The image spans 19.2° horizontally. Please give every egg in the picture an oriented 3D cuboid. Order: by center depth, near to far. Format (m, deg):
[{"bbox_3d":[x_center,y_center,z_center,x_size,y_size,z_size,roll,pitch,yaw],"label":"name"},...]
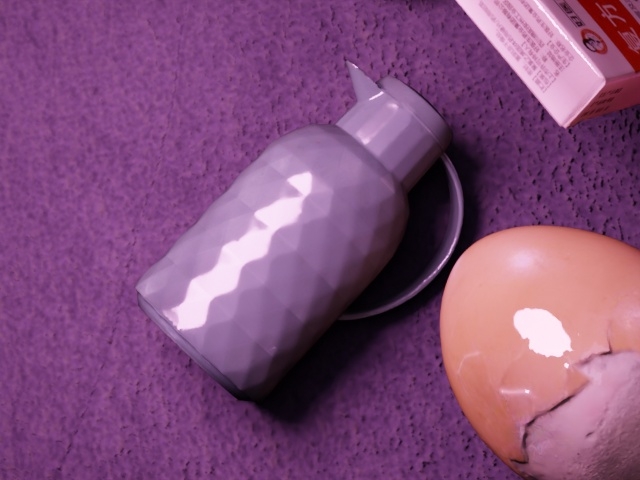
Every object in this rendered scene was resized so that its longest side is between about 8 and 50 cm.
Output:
[{"bbox_3d":[0.199,0.090,1.474,0.201,0.201,0.244,-45,63,-2],"label":"egg"}]

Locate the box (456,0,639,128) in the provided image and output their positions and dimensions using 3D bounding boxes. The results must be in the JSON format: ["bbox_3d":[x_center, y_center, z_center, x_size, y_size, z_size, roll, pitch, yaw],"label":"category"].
[{"bbox_3d":[0.160,-0.255,1.552,0.353,0.214,0.069,51,127,16],"label":"box"}]

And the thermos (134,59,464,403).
[{"bbox_3d":[0.000,0.000,1.563,0.286,0.145,0.182,-45,106,-3],"label":"thermos"}]
